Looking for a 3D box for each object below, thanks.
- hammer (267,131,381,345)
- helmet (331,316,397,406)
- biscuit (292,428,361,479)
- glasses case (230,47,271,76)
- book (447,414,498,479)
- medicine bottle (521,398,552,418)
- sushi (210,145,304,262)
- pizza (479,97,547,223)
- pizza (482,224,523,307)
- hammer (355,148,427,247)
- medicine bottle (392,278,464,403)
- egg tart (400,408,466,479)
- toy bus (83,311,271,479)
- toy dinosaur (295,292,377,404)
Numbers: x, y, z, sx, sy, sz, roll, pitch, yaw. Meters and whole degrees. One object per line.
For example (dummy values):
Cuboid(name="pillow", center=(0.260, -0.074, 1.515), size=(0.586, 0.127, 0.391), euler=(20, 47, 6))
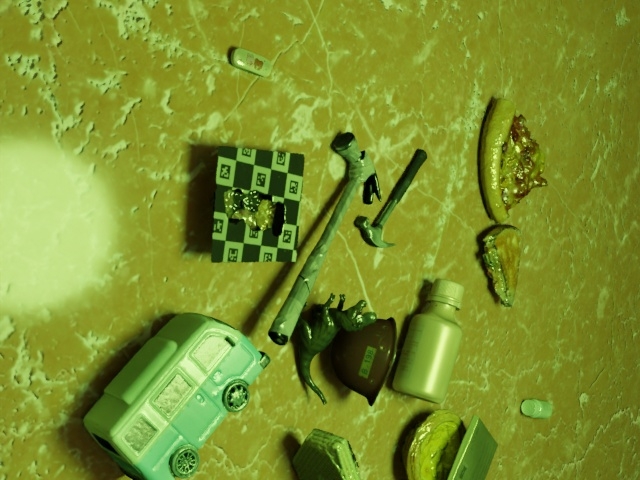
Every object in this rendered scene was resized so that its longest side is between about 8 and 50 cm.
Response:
Cuboid(name="hammer", center=(0.001, 0.000, 1.517), size=(0.152, 0.044, 0.427), euler=(54, 51, -36))
Cuboid(name="helmet", center=(0.072, 0.221, 1.597), size=(0.106, 0.155, 0.175), euler=(12, 105, -6))
Cuboid(name="biscuit", center=(0.022, 0.458, 1.548), size=(0.052, 0.150, 0.252), euler=(-35, 118, -38))
Cuboid(name="glasses case", center=(-0.116, -0.299, 1.417), size=(0.083, 0.021, 0.032), euler=(13, 87, -44))
Cuboid(name="book", center=(0.332, 0.517, 1.874), size=(0.215, 0.025, 0.282), euler=(-63, 152, -17))
Cuboid(name="medicine bottle", center=(0.547, 0.425, 2.126), size=(0.083, 0.047, 0.047), euler=(18, 82, -43))
Cuboid(name="sushi", center=(-0.120, -0.060, 1.421), size=(0.215, 0.050, 0.192), euler=(1, 95, -52))
Cuboid(name="pizza", center=(0.458, -0.181, 1.947), size=(0.229, 0.081, 0.289), euler=(-5, 98, -43))
Cuboid(name="pizza", center=(0.425, 0.061, 1.964), size=(0.185, 0.052, 0.195), euler=(-9, 97, -51))
Cuboid(name="hammer", center=(0.159, -0.087, 1.707), size=(0.246, 0.029, 0.103), euler=(-56, 128, -26))
Cuboid(name="medicine bottle", center=(0.235, 0.206, 1.752), size=(0.114, 0.114, 0.252), euler=(27, 76, -42))
Cuboid(name="egg tart", center=(0.235, 0.451, 1.807), size=(0.191, 0.074, 0.191), euler=(-9, 103, -44))
Cuboid(name="toy bus", center=(-0.223, 0.232, 1.299), size=(0.271, 0.133, 0.165), euler=(-51, 122, -25))
Cuboid(name="toy dinosaur", center=(0.016, 0.190, 1.513), size=(0.087, 0.187, 0.179), euler=(7, 63, -43))
